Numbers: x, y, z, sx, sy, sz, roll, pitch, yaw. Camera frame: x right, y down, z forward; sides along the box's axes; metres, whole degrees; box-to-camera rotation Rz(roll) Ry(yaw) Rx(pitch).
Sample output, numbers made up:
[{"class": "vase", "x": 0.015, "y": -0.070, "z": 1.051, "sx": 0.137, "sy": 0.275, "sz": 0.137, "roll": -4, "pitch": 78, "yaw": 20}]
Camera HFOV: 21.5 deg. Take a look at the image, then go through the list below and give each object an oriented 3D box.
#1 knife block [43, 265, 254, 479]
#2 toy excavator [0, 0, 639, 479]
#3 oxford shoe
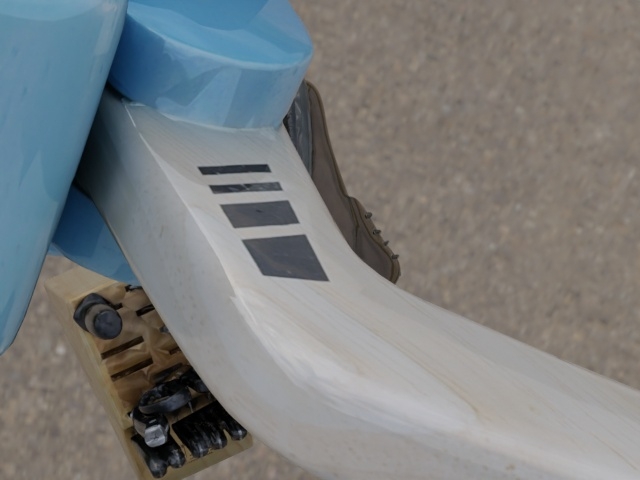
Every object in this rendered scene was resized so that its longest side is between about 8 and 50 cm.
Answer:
[{"class": "knife block", "x": -0.124, "y": 0.047, "z": 1.133, "sx": 0.088, "sy": 0.242, "sz": 0.275, "roll": -23, "pitch": 52, "yaw": -12}, {"class": "toy excavator", "x": -0.070, "y": -0.029, "z": 0.561, "sx": 0.433, "sy": 0.222, "sz": 0.445, "roll": 8, "pitch": 32, "yaw": -28}, {"class": "oxford shoe", "x": 0.000, "y": 0.000, "z": 1.083, "sx": 0.096, "sy": 0.083, "sz": 0.227, "roll": 1, "pitch": 77, "yaw": -35}]
